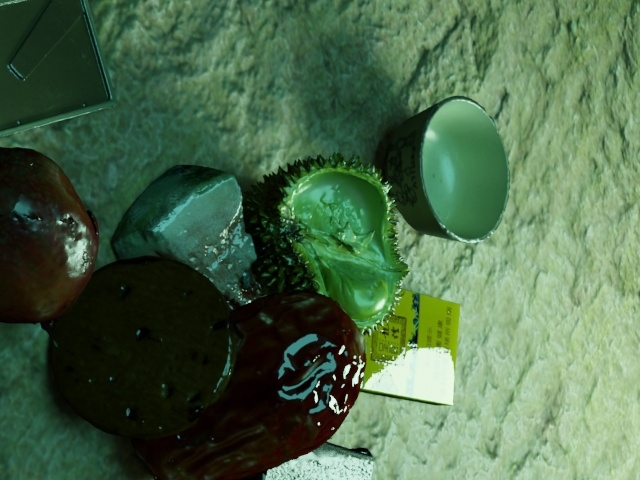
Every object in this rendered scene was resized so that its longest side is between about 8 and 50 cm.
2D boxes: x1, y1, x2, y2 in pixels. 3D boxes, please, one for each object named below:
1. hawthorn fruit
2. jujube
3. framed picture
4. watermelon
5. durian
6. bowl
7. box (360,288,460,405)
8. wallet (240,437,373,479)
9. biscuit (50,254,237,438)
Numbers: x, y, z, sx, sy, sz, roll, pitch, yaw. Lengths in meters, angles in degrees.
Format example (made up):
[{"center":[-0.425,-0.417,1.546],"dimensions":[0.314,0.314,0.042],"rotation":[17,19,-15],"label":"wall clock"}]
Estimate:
[{"center":[-0.316,0.014,1.387],"dimensions":[0.181,0.181,0.235],"rotation":[-53,139,-37],"label":"hawthorn fruit"},{"center":[-0.080,0.179,1.554],"dimensions":[0.290,0.197,0.197],"rotation":[-37,116,-8],"label":"jujube"},{"center":[-0.325,-0.200,1.498],"dimensions":[0.203,0.015,0.150],"rotation":[-25,103,-45],"label":"framed picture"},{"center":[-0.138,0.043,1.629],"dimensions":[0.154,0.094,0.241],"rotation":[-45,120,-34],"label":"watermelon"},{"center":[0.001,0.003,1.702],"dimensions":[0.200,0.176,0.237],"rotation":[-38,114,-36],"label":"durian"},{"center":[0.169,-0.096,1.943],"dimensions":[0.211,0.112,0.211],"rotation":[8,79,-47],"label":"bowl"},{"center":[0.095,0.142,1.889],"dimensions":[0.279,0.041,0.153],"rotation":[16,75,-45],"label":"box"},{"center":[-0.039,0.370,1.706],"dimensions":[0.221,0.071,0.262],"rotation":[27,70,-47],"label":"wallet"},{"center":[-0.195,0.117,1.480],"dimensions":[0.036,0.212,0.212],"rotation":[56,40,-71],"label":"biscuit"}]
